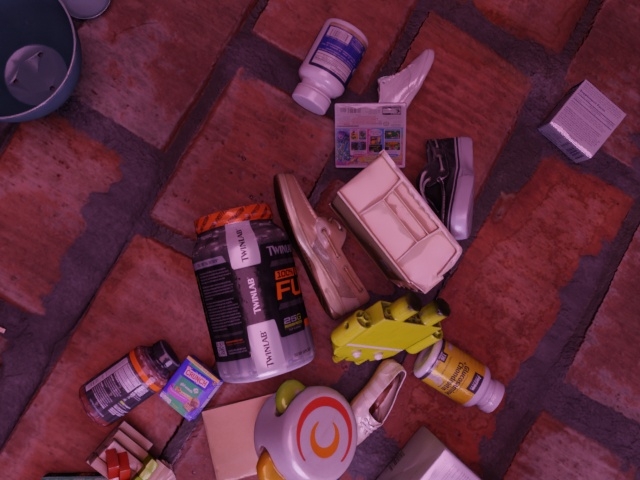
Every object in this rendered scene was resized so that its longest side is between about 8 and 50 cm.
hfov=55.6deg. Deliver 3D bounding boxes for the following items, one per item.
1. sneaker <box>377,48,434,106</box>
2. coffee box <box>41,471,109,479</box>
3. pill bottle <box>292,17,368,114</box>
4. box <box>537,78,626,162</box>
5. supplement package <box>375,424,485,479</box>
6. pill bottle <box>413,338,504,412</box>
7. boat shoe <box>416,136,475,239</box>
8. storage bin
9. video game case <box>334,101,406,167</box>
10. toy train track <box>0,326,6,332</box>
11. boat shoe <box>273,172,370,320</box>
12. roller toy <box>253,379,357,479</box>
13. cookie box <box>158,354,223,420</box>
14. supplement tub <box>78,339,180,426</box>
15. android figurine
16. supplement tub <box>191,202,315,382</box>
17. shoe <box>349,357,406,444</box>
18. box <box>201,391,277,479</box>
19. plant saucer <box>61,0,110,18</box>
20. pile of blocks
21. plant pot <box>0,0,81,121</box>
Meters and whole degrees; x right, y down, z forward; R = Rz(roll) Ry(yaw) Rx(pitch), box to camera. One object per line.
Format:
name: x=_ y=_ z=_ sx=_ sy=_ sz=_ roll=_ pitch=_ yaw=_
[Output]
sneaker: x=0.177 y=-0.352 z=1.366 sx=0.094 sy=0.080 sz=0.212 roll=32 pitch=87 yaw=3
coffee box: x=-0.497 y=0.552 z=1.289 sx=0.184 sy=0.040 sz=0.113 roll=-1 pitch=86 yaw=-5
pill bottle: x=0.017 y=-0.379 z=1.336 sx=0.112 sy=0.112 sz=0.187 roll=29 pitch=86 yaw=-2
box: x=0.598 y=-0.272 z=1.392 sx=0.126 sy=0.072 sz=0.137 roll=41 pitch=86 yaw=-1
supplement package: x=0.268 y=0.567 z=1.264 sx=0.262 sy=0.198 sz=0.199 roll=42 pitch=84 yaw=-1
pill bottle: x=0.304 y=0.297 z=1.328 sx=0.184 sy=0.103 sz=0.103 roll=32 pitch=85 yaw=-2
boat shoe: x=0.261 y=-0.112 z=1.275 sx=0.119 sy=0.335 sz=0.121 roll=2 pitch=124 yaw=10
storage bin: x=0.146 y=-0.027 z=1.253 sx=0.123 sy=0.262 sz=0.260 roll=-39 pitch=90 yaw=-4
video game case: x=0.110 y=-0.233 z=1.346 sx=0.157 sy=0.019 sz=0.143 roll=1 pitch=109 yaw=5
toy train track: x=-0.719 y=0.178 z=1.306 sx=0.083 sy=0.014 sz=0.048 roll=25 pitch=79 yaw=-8
boat shoe: x=0.000 y=0.000 z=1.320 sx=0.110 sy=0.121 sz=0.341 roll=-25 pitch=99 yaw=-9
roller toy: x=-0.034 y=0.401 z=1.251 sx=0.191 sy=0.146 sz=0.209 roll=18 pitch=67 yaw=-35
cookie box: x=-0.278 y=0.317 z=1.309 sx=0.091 sy=0.040 sz=0.107 roll=36 pitch=84 yaw=10
supplement tub: x=-0.397 y=0.294 z=1.277 sx=0.198 sy=0.106 sz=0.106 roll=-35 pitch=90 yaw=-6
android figurine: x=0.133 y=0.193 z=1.260 sx=0.248 sy=0.273 sz=0.056 roll=14 pitch=49 yaw=-37
supplement tub: x=-0.144 y=0.105 z=1.254 sx=0.207 sy=0.207 sz=0.338 roll=-14 pitch=89 yaw=-5
shoe: x=0.115 y=0.359 z=1.321 sx=0.076 sy=0.058 sz=0.219 roll=37 pitch=82 yaw=-33
box: x=-0.144 y=0.427 z=1.330 sx=0.201 sy=0.021 sz=0.165 roll=-13 pitch=88 yaw=-4
plant saucer: x=-0.523 y=-0.548 z=1.351 sx=0.119 sy=0.021 sz=0.119 roll=0 pitch=87 yaw=-3
pile of blocks: x=-0.347 y=0.550 z=1.242 sx=0.148 sy=0.112 sz=0.362 roll=-23 pitch=96 yaw=-26
plant pot: x=-0.621 y=-0.369 z=1.248 sx=0.290 sy=0.195 sz=0.290 roll=0 pitch=87 yaw=-4
